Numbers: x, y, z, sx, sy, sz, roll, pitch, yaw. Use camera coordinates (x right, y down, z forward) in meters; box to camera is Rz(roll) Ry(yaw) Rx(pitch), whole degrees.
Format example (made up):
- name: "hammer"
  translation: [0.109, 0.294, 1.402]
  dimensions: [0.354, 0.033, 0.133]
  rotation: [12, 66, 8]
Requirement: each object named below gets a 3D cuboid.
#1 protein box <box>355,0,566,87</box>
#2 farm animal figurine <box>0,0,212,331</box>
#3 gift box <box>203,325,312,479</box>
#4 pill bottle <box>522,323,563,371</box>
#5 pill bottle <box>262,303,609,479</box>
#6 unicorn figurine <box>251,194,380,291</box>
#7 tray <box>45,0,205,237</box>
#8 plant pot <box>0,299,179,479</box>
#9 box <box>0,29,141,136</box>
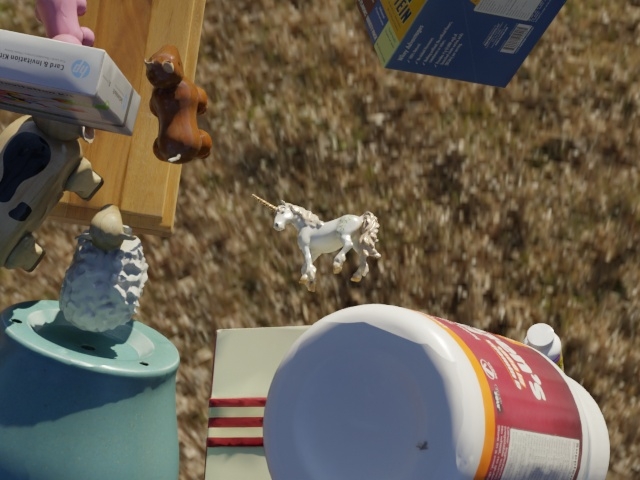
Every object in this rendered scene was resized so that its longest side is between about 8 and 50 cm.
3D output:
- name: "protein box"
  translation: [0.192, -0.330, 2.049]
  dimensions: [0.201, 0.200, 0.136]
  rotation: [6, 47, -29]
- name: "farm animal figurine"
  translation: [-0.286, -0.110, 1.509]
  dimensions: [0.330, 0.172, 0.327]
  rotation: [21, 84, 8]
- name: "gift box"
  translation: [0.036, 0.224, 1.769]
  dimensions: [0.258, 0.276, 0.255]
  rotation: [-4, 74, 20]
- name: "pill bottle"
  translation: [0.252, 0.130, 1.747]
  dimensions: [0.043, 0.083, 0.043]
  rotation: [-6, 52, 8]
- name: "pill bottle"
  translation: [0.073, 0.107, 0.837]
  dimensions: [0.121, 0.221, 0.121]
  rotation: [-6, 77, 29]
- name: "unicorn figurine"
  translation: [0.000, 0.000, 1.832]
  dimensions: [0.162, 0.060, 0.111]
  rotation: [-5, 63, 16]
- name: "tray"
  translation: [-0.269, -0.223, 2.054]
  dimensions: [0.202, 0.076, 0.411]
  rotation: [8, 82, -7]
- name: "plant pot"
  translation: [-0.259, 0.206, 1.527]
  dimensions: [0.271, 0.271, 0.255]
  rotation: [19, 104, 12]
- name: "box"
  translation: [-0.221, -0.124, 1.173]
  dimensions: [0.145, 0.186, 0.038]
  rotation: [12, 84, 1]
